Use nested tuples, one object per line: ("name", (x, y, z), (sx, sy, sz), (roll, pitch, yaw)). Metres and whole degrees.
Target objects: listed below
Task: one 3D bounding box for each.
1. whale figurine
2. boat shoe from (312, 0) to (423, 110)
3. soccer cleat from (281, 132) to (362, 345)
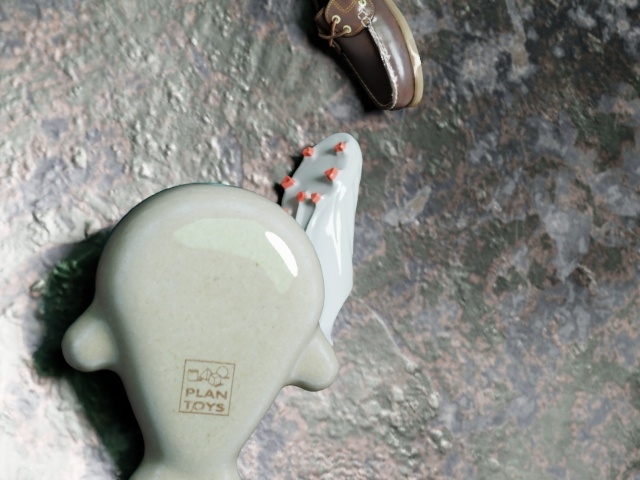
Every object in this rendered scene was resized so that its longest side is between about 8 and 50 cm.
("whale figurine", (-0.096, 0.089, 1.361), (0.216, 0.141, 0.272), (4, 95, -12))
("boat shoe", (0.022, -0.206, 1.547), (0.073, 0.073, 0.207), (-18, 78, -33))
("soccer cleat", (0.000, 0.000, 1.478), (0.076, 0.068, 0.196), (42, 52, -41))
